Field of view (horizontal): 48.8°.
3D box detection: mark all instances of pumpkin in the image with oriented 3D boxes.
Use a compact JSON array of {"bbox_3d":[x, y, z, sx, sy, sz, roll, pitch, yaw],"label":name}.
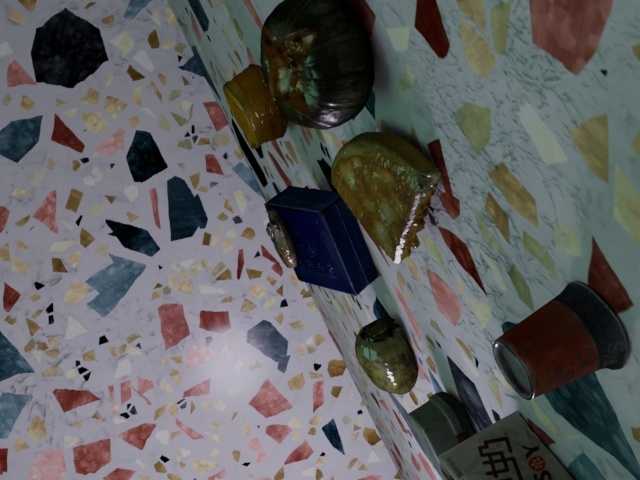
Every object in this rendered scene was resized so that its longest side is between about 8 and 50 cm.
[{"bbox_3d":[-0.003,-0.312,1.235,0.238,0.159,0.238,37,136,47],"label":"pumpkin"}]

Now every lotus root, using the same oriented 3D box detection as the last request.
[{"bbox_3d":[0.205,0.360,2.082,0.173,0.173,0.309,50,172,52],"label":"lotus root"}]

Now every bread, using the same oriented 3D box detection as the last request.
[{"bbox_3d":[-0.180,-0.385,2.032,0.195,0.142,0.270,56,171,20],"label":"bread"}]

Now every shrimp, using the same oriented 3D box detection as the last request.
[{"bbox_3d":[-0.121,-0.011,2.001,0.126,0.047,0.223,44,158,46],"label":"shrimp"}]

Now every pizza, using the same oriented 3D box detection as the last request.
[{"bbox_3d":[0.116,-0.126,1.316,0.258,0.087,0.268,52,157,24],"label":"pizza"}]

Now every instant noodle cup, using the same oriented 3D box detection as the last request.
[{"bbox_3d":[0.305,0.138,0.922,0.127,0.135,0.127,60,170,18],"label":"instant noodle cup"}]

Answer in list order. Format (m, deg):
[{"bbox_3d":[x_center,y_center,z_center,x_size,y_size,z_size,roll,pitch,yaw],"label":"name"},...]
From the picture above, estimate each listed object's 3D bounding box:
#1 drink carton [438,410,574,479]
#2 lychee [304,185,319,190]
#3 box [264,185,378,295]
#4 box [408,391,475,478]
[{"bbox_3d":[0.393,0.511,1.332,0.325,0.194,0.132,53,166,44],"label":"drink carton"},{"bbox_3d":[-0.037,-0.111,2.142,0.140,0.101,0.114,38,163,21],"label":"lychee"},{"bbox_3d":[0.000,0.000,1.999,0.261,0.116,0.279,10,132,49],"label":"box"},{"bbox_3d":[0.334,0.519,1.865,0.210,0.129,0.148,63,172,-13],"label":"box"}]
